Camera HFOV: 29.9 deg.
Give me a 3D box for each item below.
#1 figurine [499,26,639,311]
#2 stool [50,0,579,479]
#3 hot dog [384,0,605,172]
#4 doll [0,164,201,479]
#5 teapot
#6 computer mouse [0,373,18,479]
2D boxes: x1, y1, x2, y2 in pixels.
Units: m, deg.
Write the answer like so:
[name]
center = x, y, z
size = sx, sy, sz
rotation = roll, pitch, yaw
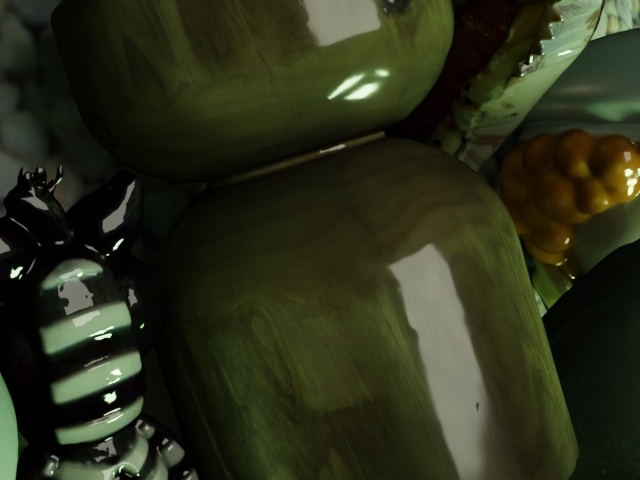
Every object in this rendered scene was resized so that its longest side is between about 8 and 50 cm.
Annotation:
[figurine]
center = 0.246, 0.020, 0.901
size = 0.205, 0.225, 0.381
rotation = -79, 165, -59
[stool]
center = 0.000, 0.000, 0.557
size = 0.179, 0.179, 0.264
rotation = -23, 98, -51
[hot dog]
center = 0.069, -0.099, 0.636
size = 0.069, 0.252, 0.131
rotation = -15, 75, -23
[doll]
center = -0.098, 0.073, 0.491
size = 0.091, 0.067, 0.219
rotation = -17, 111, -31
[teapot]
center = 0.196, 0.154, 0.651
size = 0.239, 0.321, 0.239
rotation = -35, 114, -3
[computer mouse]
center = -0.156, 0.020, 0.347
size = 0.079, 0.231, 0.128
rotation = -47, 130, 2
